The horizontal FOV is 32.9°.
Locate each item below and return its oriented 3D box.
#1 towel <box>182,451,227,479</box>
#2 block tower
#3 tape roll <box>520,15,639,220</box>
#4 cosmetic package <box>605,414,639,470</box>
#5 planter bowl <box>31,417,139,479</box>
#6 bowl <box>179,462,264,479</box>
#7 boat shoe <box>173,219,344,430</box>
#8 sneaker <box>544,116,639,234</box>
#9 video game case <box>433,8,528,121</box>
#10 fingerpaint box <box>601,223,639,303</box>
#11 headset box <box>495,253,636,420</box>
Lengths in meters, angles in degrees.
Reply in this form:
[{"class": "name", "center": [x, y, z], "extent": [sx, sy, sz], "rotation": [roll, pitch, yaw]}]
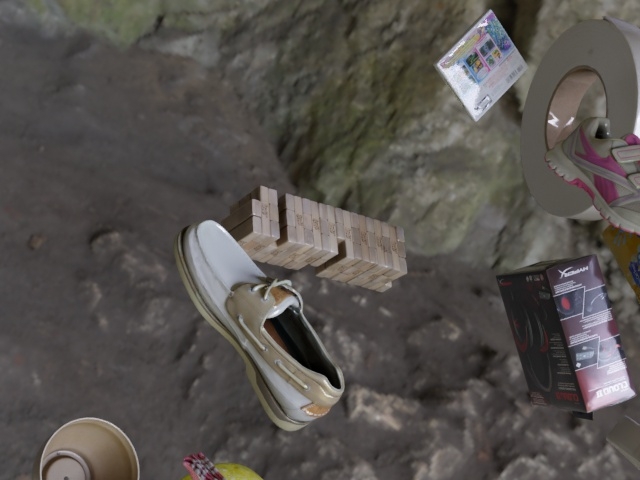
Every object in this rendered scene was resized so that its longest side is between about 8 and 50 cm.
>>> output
[{"class": "towel", "center": [-0.118, 0.386, 1.458], "extent": [0.029, 0.144, 0.197], "rotation": [-26, 36, -24]}, {"class": "block tower", "center": [0.000, 0.000, 1.808], "extent": [0.335, 0.097, 0.091], "rotation": [16, 58, -36]}, {"class": "tape roll", "center": [0.520, -0.233, 2.100], "extent": [0.072, 0.392, 0.392], "rotation": [7, 27, -21]}, {"class": "cosmetic package", "center": [0.614, 0.405, 1.937], "extent": [0.239, 0.060, 0.099], "rotation": [40, -4, -36]}, {"class": "planter bowl", "center": [-0.377, 0.362, 1.673], "extent": [0.162, 0.109, 0.162], "rotation": [15, 65, -34]}, {"class": "bowl", "center": [-0.151, 0.535, 1.808], "extent": [0.289, 0.290, 0.156], "rotation": [16, 3, -43]}, {"class": "boat shoe", "center": [-0.072, 0.092, 1.396], "extent": [0.302, 0.103, 0.113], "rotation": [56, 37, 3]}, {"class": "sneaker", "center": [0.451, -0.097, 1.612], "extent": [0.103, 0.111, 0.252], "rotation": [-3, 41, -48]}, {"class": "video game case", "center": [0.302, -0.328, 2.034], "extent": [0.143, 0.157, 0.019], "rotation": [50, -14, -25]}, {"class": "fingerpaint box", "center": [0.755, 0.026, 1.957], "extent": [0.163, 0.371, 0.445], "rotation": [25, 29, -26]}, {"class": "headset box", "center": [0.449, 0.184, 1.986], "extent": [0.110, 0.293, 0.218], "rotation": [-16, 0, -15]}]
